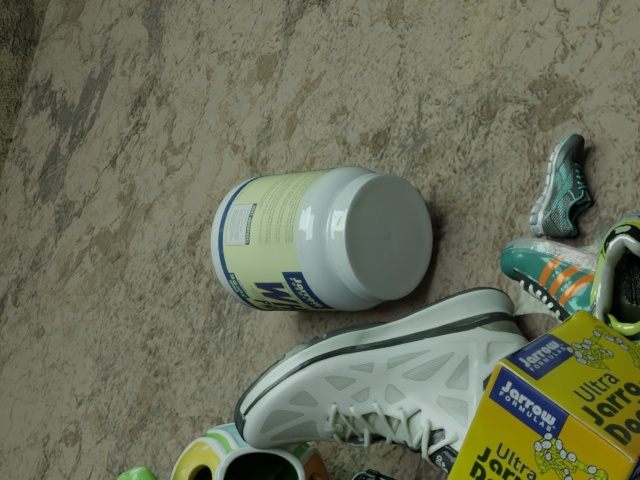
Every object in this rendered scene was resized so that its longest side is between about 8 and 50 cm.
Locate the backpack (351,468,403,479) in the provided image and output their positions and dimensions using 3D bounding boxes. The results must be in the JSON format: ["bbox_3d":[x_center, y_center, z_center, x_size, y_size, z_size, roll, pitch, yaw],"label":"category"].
[{"bbox_3d":[0.102,0.446,1.955,0.165,0.144,0.188,10,71,47],"label":"backpack"}]

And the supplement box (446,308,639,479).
[{"bbox_3d":[0.283,0.298,1.647,0.195,0.194,0.357,36,128,26],"label":"supplement box"}]

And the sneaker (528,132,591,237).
[{"bbox_3d":[0.371,-0.076,2.012,0.076,0.065,0.167,16,85,34],"label":"sneaker"}]

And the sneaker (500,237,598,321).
[{"bbox_3d":[0.355,0.081,1.895,0.302,0.108,0.121,17,79,49],"label":"sneaker"}]

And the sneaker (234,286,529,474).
[{"bbox_3d":[0.107,0.253,1.935,0.447,0.169,0.258,-22,53,1],"label":"sneaker"}]

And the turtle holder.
[{"bbox_3d":[-0.134,0.379,2.103,0.243,0.320,0.227,-60,-1,-20],"label":"turtle holder"}]

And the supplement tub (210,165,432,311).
[{"bbox_3d":[0.000,0.000,2.235,0.324,0.235,0.236,-3,68,48],"label":"supplement tub"}]

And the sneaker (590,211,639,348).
[{"bbox_3d":[0.394,0.157,1.713,0.145,0.147,0.385,-8,86,30],"label":"sneaker"}]
